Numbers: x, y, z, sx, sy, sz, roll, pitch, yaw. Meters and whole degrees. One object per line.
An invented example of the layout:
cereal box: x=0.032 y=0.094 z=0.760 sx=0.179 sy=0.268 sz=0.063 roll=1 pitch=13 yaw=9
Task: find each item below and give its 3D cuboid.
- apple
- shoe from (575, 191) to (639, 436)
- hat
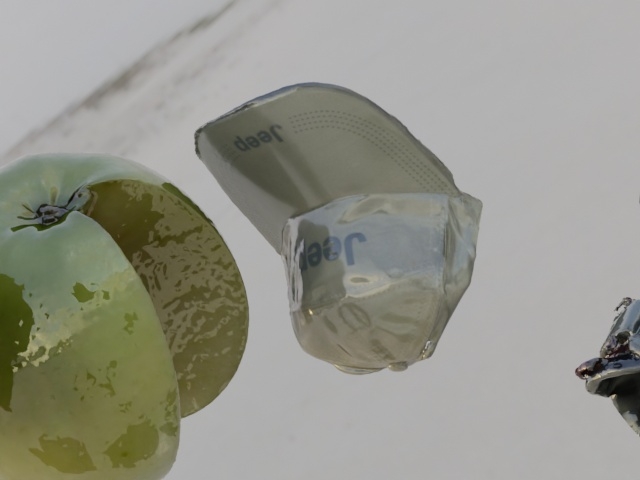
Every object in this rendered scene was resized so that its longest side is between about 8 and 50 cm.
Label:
apple: x=-0.201 y=0.067 z=1.548 sx=0.292 sy=0.254 sz=0.292 roll=-4 pitch=34 yaw=3
shoe: x=0.189 y=0.058 z=1.002 sx=0.125 sy=0.228 sz=0.099 roll=-10 pitch=-29 yaw=-7
hat: x=0.000 y=0.000 z=1.567 sx=0.214 sy=0.244 sz=0.149 roll=-25 pitch=46 yaw=39
